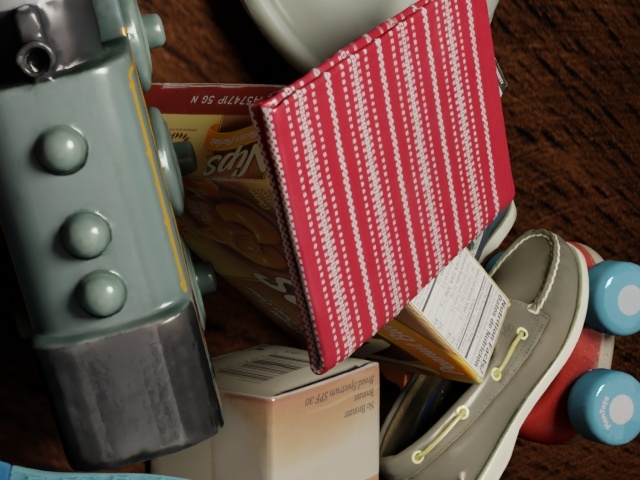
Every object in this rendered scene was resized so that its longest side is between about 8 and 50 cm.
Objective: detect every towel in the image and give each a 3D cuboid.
[{"bbox_3d":[0.055,-0.058,0.909,0.275,0.031,0.199,-39,125,-44],"label":"towel"}]

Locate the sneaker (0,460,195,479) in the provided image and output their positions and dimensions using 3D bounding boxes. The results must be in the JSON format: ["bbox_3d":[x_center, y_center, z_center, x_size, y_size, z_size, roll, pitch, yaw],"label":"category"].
[{"bbox_3d":[-0.200,0.232,0.758,0.127,0.319,0.208,-84,-175,-58],"label":"sneaker"}]

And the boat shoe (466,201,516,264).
[{"bbox_3d":[0.116,0.010,1.253,0.254,0.095,0.079,-49,132,-34],"label":"boat shoe"}]

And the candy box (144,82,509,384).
[{"bbox_3d":[0.000,0.000,1.022,0.316,0.183,0.088,45,60,-46],"label":"candy box"}]

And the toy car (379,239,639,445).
[{"bbox_3d":[0.170,0.099,1.300,0.238,0.219,0.210,4,91,-25],"label":"toy car"}]

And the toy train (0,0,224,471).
[{"bbox_3d":[-0.141,-0.021,0.805,0.142,0.190,0.334,-13,110,-7],"label":"toy train"}]

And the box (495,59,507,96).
[{"bbox_3d":[0.098,-0.099,1.244,0.232,0.058,0.087,-57,134,-30],"label":"box"}]

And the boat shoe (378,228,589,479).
[{"bbox_3d":[0.144,0.102,1.147,0.091,0.109,0.305,47,60,-29],"label":"boat shoe"}]

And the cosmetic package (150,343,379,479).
[{"bbox_3d":[-0.042,0.245,1.045,0.153,0.129,0.296,-13,106,-53],"label":"cosmetic package"}]

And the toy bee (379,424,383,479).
[{"bbox_3d":[0.045,0.314,1.170,0.195,0.162,0.298,75,7,-49],"label":"toy bee"}]

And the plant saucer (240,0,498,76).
[{"bbox_3d":[0.066,-0.316,1.087,0.400,0.100,0.400,7,81,-47],"label":"plant saucer"}]
